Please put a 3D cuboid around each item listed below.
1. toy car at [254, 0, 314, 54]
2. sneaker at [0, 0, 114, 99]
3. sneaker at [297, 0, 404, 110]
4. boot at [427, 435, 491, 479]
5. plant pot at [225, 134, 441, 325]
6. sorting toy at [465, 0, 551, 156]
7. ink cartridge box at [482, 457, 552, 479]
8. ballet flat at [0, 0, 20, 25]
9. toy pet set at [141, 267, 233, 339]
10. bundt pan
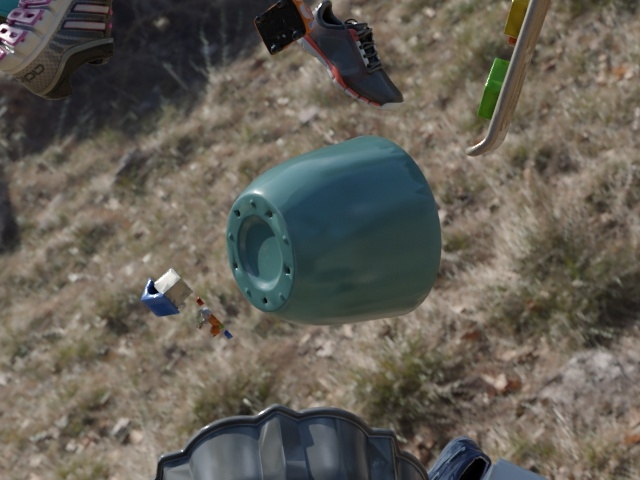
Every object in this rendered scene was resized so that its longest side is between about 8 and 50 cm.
[{"bbox_3d":[-0.045,-0.207,0.882,0.040,0.122,0.060,-29,-12,-37],"label":"toy car"},{"bbox_3d":[-0.188,-0.178,0.856,0.063,0.075,0.170,7,56,40],"label":"sneaker"},{"bbox_3d":[0.039,-0.208,1.210,0.158,0.061,0.065,43,120,13],"label":"sneaker"},{"bbox_3d":[0.164,0.359,1.489,0.190,0.069,0.086,-60,8,0],"label":"boot"},{"bbox_3d":[0.000,0.000,1.656,0.235,0.293,0.293,-13,22,-36],"label":"plant pot"},{"bbox_3d":[0.187,-0.179,1.034,0.038,0.193,0.208,23,100,9],"label":"sorting toy"},{"bbox_3d":[0.295,0.425,1.245,0.307,0.129,0.223,24,58,7],"label":"ink cartridge box"},{"bbox_3d":[-0.542,-0.407,1.640,0.483,0.182,0.164,30,84,20],"label":"ballet flat"},{"bbox_3d":[-0.206,0.105,1.610,0.065,0.114,0.122,-42,37,-6],"label":"toy pet set"},{"bbox_3d":[-0.032,0.331,1.083,0.331,0.331,0.124,-35,27,10],"label":"bundt pan"}]
